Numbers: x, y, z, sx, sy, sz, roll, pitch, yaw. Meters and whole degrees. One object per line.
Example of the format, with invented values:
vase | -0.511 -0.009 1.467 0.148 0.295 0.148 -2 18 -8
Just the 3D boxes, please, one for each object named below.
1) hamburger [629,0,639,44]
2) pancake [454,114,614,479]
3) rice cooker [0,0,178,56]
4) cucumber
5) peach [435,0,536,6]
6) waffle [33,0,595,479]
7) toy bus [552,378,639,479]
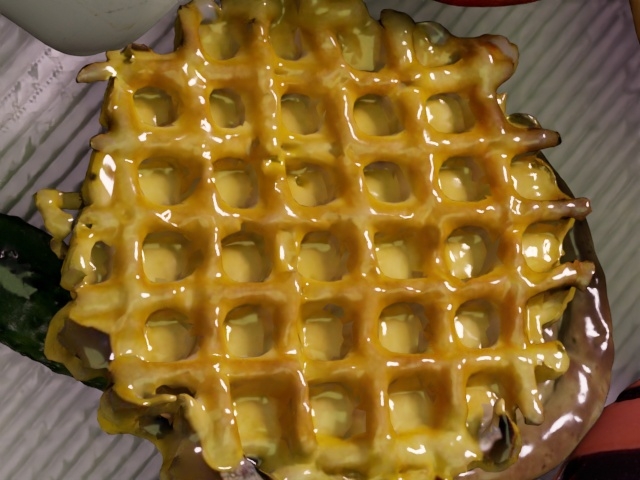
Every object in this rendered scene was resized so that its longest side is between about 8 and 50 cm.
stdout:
hamburger | 0.315 -0.163 1.088 0.290 0.170 0.314 14 68 -16
pancake | 0.058 0.029 1.075 0.250 0.031 0.250 5 76 -22
rice cooker | -0.134 -0.228 0.914 0.244 0.226 0.226 33 83 -16
cucumber | -0.119 0.049 1.023 0.227 0.069 0.069 32 83 -23
peach | 0.095 -0.216 1.024 0.197 0.197 0.197 -2 95 -20
waffle | -0.005 0.009 0.998 0.329 0.062 0.329 4 74 -15
toy bus | 0.274 0.292 1.081 0.233 0.203 0.427 -34 107 -41
